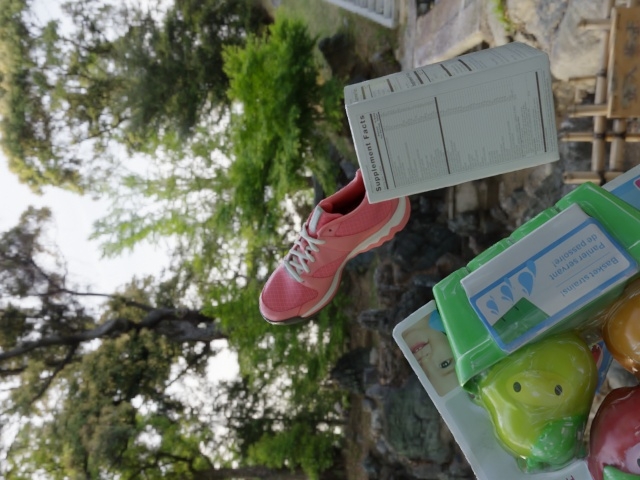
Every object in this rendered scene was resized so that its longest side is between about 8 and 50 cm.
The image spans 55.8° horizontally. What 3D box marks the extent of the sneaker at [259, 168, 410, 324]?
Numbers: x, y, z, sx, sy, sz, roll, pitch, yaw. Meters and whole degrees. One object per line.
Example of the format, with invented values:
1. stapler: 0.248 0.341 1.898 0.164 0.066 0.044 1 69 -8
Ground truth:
1. sneaker: 0.000 -0.001 0.985 0.116 0.314 0.136 44 179 39

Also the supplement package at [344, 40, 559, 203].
1. supplement package: 0.163 -0.157 0.793 0.134 0.244 0.139 -86 -18 -66

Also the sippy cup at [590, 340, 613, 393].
1. sippy cup: 0.444 0.151 1.105 0.305 0.240 0.224 9 84 66

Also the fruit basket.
1. fruit basket: 0.270 0.129 0.529 0.165 0.327 0.353 41 -162 -49
